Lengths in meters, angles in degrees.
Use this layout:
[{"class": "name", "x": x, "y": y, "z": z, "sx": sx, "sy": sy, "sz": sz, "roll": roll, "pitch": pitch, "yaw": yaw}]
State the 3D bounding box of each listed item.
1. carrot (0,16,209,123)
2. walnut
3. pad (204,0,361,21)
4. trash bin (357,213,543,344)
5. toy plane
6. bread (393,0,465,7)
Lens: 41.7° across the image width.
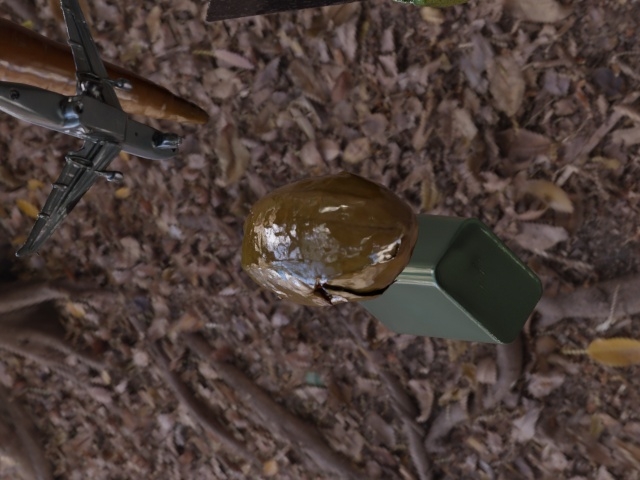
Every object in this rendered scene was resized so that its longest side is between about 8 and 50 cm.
[{"class": "carrot", "x": -0.255, "y": -0.162, "z": 0.807, "sx": 0.069, "sy": 0.336, "sz": 0.069, "roll": -30, "pitch": 53, "yaw": 48}, {"class": "walnut", "x": 0.000, "y": 0.000, "z": 0.821, "sx": 0.245, "sy": 0.137, "sz": 0.137, "roll": 0, "pitch": 118, "yaw": 52}, {"class": "pad", "x": 0.046, "y": -0.307, "z": 0.908, "sx": 0.220, "sy": 0.330, "sz": 0.004, "roll": 143, "pitch": 113, "yaw": -70}, {"class": "trash bin", "x": 0.195, "y": 0.058, "z": 1.475, "sx": 0.223, "sy": 0.158, "sz": 0.343, "roll": 41, "pitch": 162, "yaw": -20}, {"class": "toy plane", "x": -0.189, "y": -0.095, "z": 0.655, "sx": 0.058, "sy": 0.226, "sz": 0.226, "roll": -3, "pitch": 80, "yaw": 43}, {"class": "bread", "x": 0.200, "y": -0.526, "z": 1.504, "sx": 0.251, "sy": 0.376, "sz": 0.208, "roll": 4, "pitch": 105, "yaw": 15}]
